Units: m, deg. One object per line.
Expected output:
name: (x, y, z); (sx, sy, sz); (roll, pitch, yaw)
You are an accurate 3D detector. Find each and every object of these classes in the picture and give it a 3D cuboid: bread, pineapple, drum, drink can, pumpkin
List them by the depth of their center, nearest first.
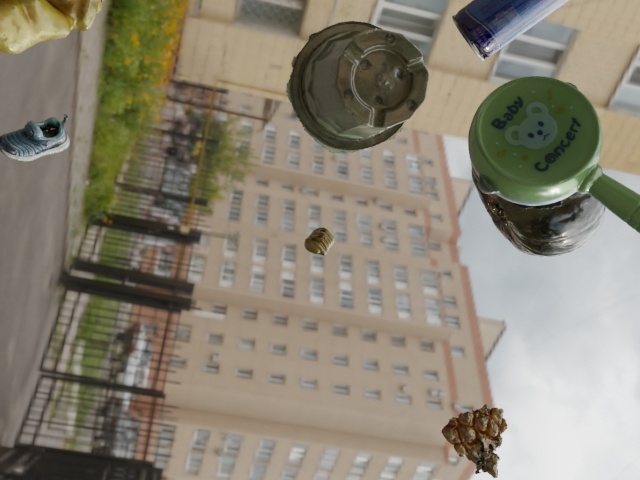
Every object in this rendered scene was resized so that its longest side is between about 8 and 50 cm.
drum: (0.252, -0.063, 0.729); (0.130, 0.253, 0.049); (-63, 166, -14)
pumpkin: (0.305, -0.081, 1.171); (0.223, 0.157, 0.223); (63, -5, 9)
pineapple: (0.254, 0.331, 1.346); (0.077, 0.114, 0.114); (121, -42, -60)
drink can: (0.336, -0.397, 1.348); (0.235, 0.097, 0.097); (-35, -150, 21)
bread: (0.000, 0.000, 1.581); (0.033, 0.049, 0.088); (-69, 171, 23)

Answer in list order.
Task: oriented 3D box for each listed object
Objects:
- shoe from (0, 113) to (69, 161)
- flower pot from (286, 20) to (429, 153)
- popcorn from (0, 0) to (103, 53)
shoe: (-0.543, -0.196, 1.582); (0.064, 0.143, 0.071); (50, -43, 24)
flower pot: (0.096, -0.316, 1.699); (0.259, 0.291, 0.290); (-150, -109, -75)
popcorn: (-0.333, -0.331, 0.941); (0.332, 0.265, 0.225); (-95, 161, -45)
